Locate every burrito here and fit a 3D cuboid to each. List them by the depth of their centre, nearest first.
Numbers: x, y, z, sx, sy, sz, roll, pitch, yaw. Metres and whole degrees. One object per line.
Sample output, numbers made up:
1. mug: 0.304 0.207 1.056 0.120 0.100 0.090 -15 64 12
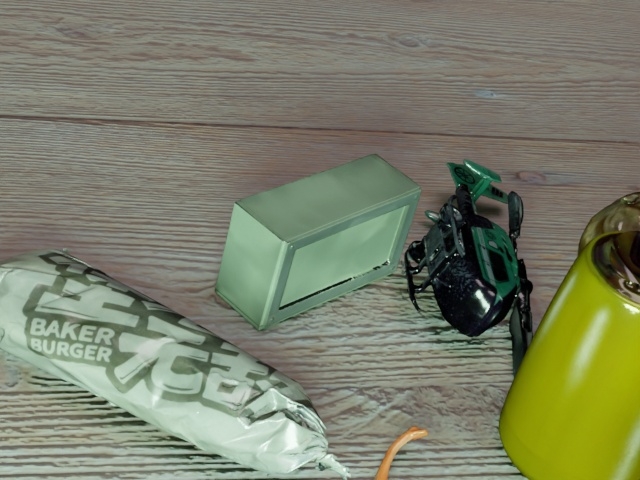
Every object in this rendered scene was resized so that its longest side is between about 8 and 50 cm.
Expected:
1. burrito: -0.153 0.131 1.684 0.445 0.101 0.139 25 31 16

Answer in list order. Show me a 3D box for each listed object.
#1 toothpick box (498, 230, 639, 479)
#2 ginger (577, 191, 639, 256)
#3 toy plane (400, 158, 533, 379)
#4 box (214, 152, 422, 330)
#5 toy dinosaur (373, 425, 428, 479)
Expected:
1. toothpick box: 0.301 0.125 1.718 0.175 0.271 0.175 10 36 -8
2. ginger: 0.432 0.120 1.843 0.176 0.256 0.375 -40 76 -20
3. toy plane: 0.185 0.012 1.977 0.155 0.106 0.382 27 29 -20
4. box: 0.000 0.000 1.897 0.225 0.129 0.086 -22 49 -41
5. toy dinosaur: 0.072 0.276 1.609 0.101 0.055 0.279 5 32 25
